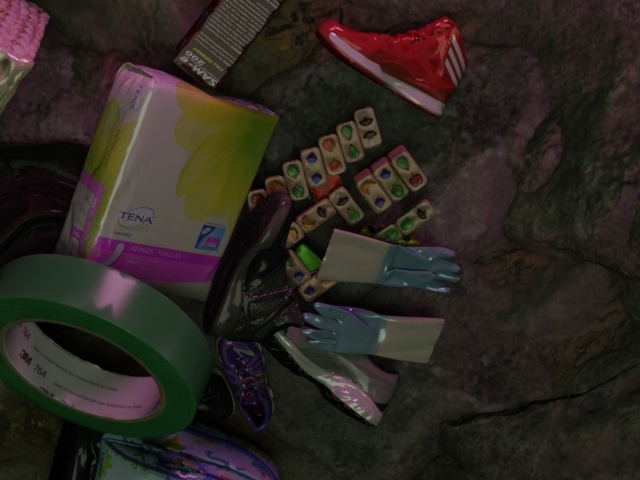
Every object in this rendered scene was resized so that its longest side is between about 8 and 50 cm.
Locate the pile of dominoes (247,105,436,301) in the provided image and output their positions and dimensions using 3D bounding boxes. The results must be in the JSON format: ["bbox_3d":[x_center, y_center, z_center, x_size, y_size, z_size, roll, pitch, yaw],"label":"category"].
[{"bbox_3d":[0.027,-0.046,1.506,0.251,0.040,0.196,-35,108,8],"label":"pile of dominoes"}]

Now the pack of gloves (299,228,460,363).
[{"bbox_3d":[0.085,0.079,1.571,0.232,0.046,0.195,10,112,-24],"label":"pack of gloves"}]

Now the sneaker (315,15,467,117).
[{"bbox_3d":[0.108,-0.276,1.474,0.221,0.087,0.128,29,97,-26],"label":"sneaker"}]

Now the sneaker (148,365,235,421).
[{"bbox_3d":[-0.206,0.213,1.596,0.079,0.121,0.217,-31,109,8],"label":"sneaker"}]

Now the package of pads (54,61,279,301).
[{"bbox_3d":[-0.214,-0.074,1.441,0.229,0.101,0.296,13,104,-44],"label":"package of pads"}]

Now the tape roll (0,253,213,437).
[{"bbox_3d":[-0.307,0.149,1.427,0.321,0.077,0.321,13,143,10],"label":"tape roll"}]

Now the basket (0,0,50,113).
[{"bbox_3d":[-0.538,-0.199,1.307,0.266,0.328,0.331,33,104,-21],"label":"basket"}]

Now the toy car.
[{"bbox_3d":[0.000,0.000,1.571,0.225,0.053,0.239,-40,107,11],"label":"toy car"}]

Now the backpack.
[{"bbox_3d":[-0.227,0.409,1.619,0.356,0.273,0.290,16,101,-22],"label":"backpack"}]

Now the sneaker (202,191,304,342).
[{"bbox_3d":[-0.068,0.045,1.504,0.130,0.087,0.227,19,100,-27],"label":"sneaker"}]

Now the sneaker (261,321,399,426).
[{"bbox_3d":[0.004,0.170,1.622,0.271,0.100,0.108,39,77,-12],"label":"sneaker"}]

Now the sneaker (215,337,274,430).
[{"bbox_3d":[-0.110,0.216,1.632,0.068,0.071,0.169,-21,109,3],"label":"sneaker"}]

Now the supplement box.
[{"bbox_3d":[-0.095,-0.320,1.407,0.073,0.130,0.239,36,103,-15],"label":"supplement box"}]

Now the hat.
[{"bbox_3d":[-0.408,0.018,1.506,0.331,0.134,0.331,-2,111,-4],"label":"hat"}]
